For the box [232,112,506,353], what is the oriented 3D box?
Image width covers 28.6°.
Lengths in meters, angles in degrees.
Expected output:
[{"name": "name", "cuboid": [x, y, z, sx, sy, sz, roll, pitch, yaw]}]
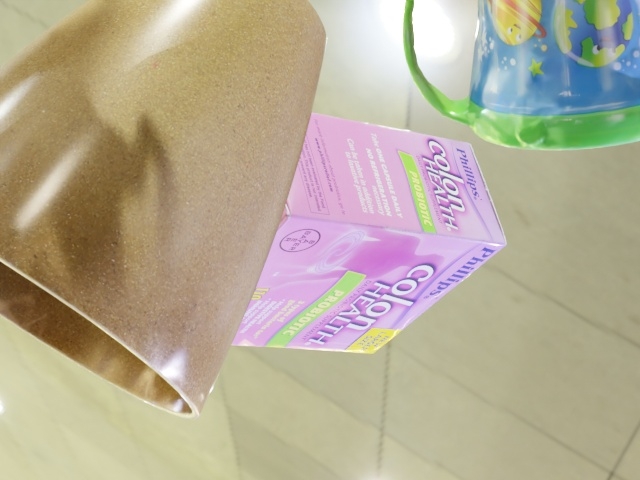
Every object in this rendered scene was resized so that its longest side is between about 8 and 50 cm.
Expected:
[{"name": "box", "cuboid": [0.000, 0.000, 1.137, 0.243, 0.117, 0.213, 6, 145, -37]}]

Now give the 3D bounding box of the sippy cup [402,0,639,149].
[{"name": "sippy cup", "cuboid": [0.248, -0.227, 1.216, 0.240, 0.305, 0.224, 26, 130, 58]}]

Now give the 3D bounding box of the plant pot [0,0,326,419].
[{"name": "plant pot", "cuboid": [-0.108, -0.056, 0.791, 0.237, 0.254, 0.237, 30, 163, 10]}]
